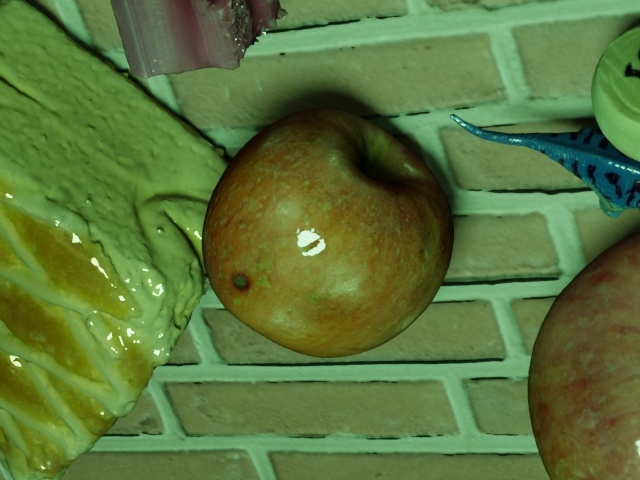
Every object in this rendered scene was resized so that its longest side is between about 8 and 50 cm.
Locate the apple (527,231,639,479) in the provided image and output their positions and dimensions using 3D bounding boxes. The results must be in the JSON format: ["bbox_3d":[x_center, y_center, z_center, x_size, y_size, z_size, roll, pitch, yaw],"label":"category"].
[{"bbox_3d":[0.353,0.164,1.655,0.345,0.344,0.269,30,158,3],"label":"apple"}]

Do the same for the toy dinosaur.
[{"bbox_3d":[0.289,-0.059,1.623,0.329,0.144,0.076,19,90,25],"label":"toy dinosaur"}]

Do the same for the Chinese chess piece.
[{"bbox_3d":[0.312,-0.132,1.552,0.144,0.144,0.058,12,147,18],"label":"Chinese chess piece"}]

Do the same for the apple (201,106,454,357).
[{"bbox_3d":[0.000,0.000,1.724,0.254,0.253,0.253,13,128,17],"label":"apple"}]

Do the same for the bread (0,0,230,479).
[{"bbox_3d":[-0.314,0.007,1.867,0.390,0.279,0.371,41,128,-4],"label":"bread"}]

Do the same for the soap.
[{"bbox_3d":[-0.120,-0.327,1.568,0.127,0.220,0.324,3,126,18],"label":"soap"}]
